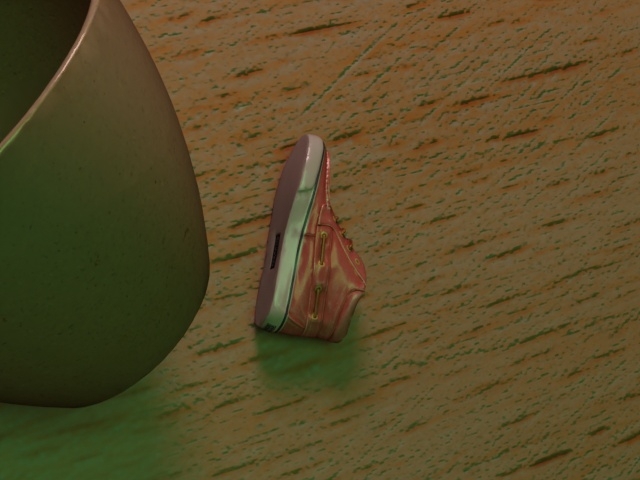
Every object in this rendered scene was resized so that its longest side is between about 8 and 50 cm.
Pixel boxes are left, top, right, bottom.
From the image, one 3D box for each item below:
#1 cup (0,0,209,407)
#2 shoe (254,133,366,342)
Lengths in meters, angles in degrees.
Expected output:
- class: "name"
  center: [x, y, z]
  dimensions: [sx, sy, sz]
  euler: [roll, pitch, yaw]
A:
- class: "cup"
  center: [-0.217, -0.012, 0.973]
  dimensions: [0.237, 0.331, 0.331]
  euler: [48, 66, -33]
- class: "shoe"
  center: [0.000, 0.000, 1.165]
  dimensions: [0.081, 0.063, 0.178]
  euler: [14, 81, -19]
